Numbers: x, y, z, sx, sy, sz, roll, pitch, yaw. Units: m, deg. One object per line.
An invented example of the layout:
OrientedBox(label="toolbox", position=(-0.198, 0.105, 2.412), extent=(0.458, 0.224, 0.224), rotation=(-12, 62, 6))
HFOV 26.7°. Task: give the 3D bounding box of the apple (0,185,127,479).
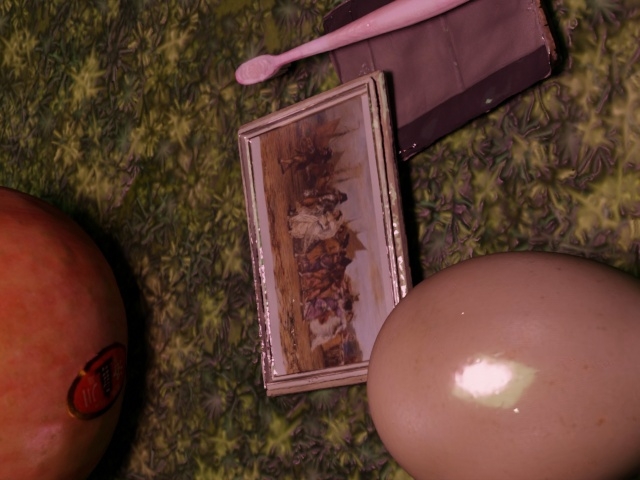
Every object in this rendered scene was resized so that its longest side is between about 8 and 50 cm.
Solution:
OrientedBox(label="apple", position=(-0.404, 0.133, 1.414), extent=(0.391, 0.347, 0.391), rotation=(1, 91, 50))

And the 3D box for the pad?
OrientedBox(label="pad", position=(0.097, -0.170, 1.157), extent=(0.233, 0.022, 0.174), rotation=(-32, 67, 41))

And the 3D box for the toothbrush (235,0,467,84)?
OrientedBox(label="toothbrush", position=(0.034, -0.185, 1.194), extent=(0.307, 0.030, 0.025), rotation=(-15, 89, 44))

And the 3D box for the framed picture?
OrientedBox(label="framed picture", position=(0.000, 0.000, 1.233), extent=(0.217, 0.017, 0.274), rotation=(-18, 76, 47))

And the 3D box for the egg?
OrientedBox(label="egg", position=(0.152, 0.099, 0.972), extent=(0.254, 0.189, 0.188), rotation=(-13, 79, 34))
